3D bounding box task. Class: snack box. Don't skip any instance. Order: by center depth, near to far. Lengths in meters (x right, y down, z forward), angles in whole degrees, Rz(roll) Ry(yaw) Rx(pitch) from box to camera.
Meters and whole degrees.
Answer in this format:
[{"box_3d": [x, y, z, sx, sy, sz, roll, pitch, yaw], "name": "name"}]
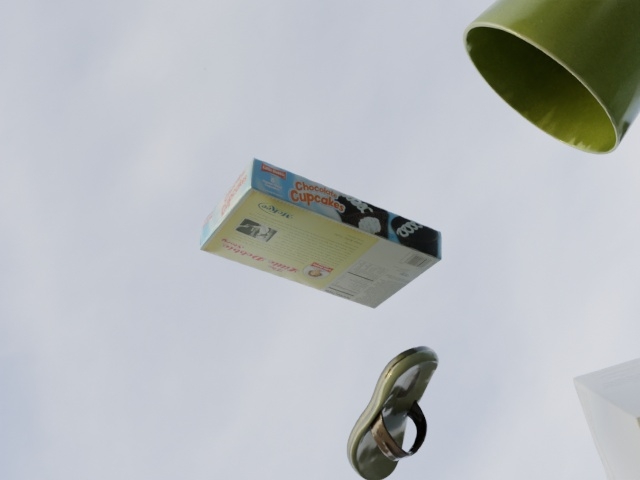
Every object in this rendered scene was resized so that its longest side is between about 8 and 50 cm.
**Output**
[{"box_3d": [0.000, 0.000, 1.116, 0.322, 0.060, 0.187, 20, -38, -23], "name": "snack box"}]

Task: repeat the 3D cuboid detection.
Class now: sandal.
[{"box_3d": [0.124, 0.299, 1.183, 0.120, 0.086, 0.303, -14, -45, -32], "name": "sandal"}]

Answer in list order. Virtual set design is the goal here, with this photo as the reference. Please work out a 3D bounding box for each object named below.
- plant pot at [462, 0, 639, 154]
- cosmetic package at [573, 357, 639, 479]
[{"box_3d": [0.405, -0.325, 1.053, 0.275, 0.275, 0.293, 40, -90, -15], "name": "plant pot"}, {"box_3d": [0.546, 0.322, 1.162, 0.156, 0.385, 0.217, -18, -92, 4], "name": "cosmetic package"}]
